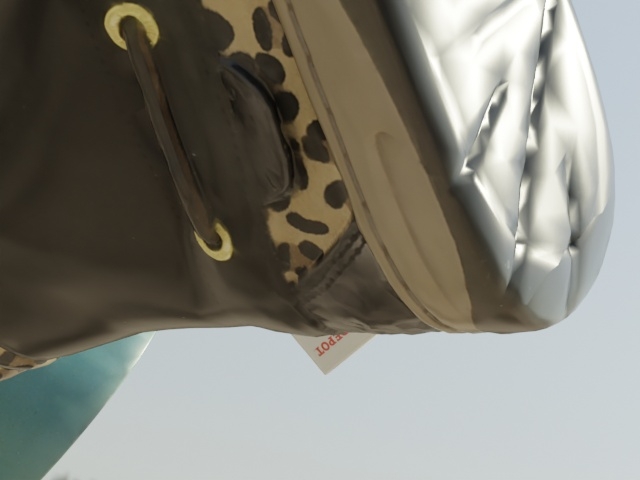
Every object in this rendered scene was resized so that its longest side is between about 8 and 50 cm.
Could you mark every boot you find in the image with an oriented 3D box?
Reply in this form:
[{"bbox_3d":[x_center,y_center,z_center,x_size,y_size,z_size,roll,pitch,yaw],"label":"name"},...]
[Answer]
[{"bbox_3d":[-0.093,-0.123,0.536,0.284,0.138,0.377,-16,-75,38],"label":"boot"}]

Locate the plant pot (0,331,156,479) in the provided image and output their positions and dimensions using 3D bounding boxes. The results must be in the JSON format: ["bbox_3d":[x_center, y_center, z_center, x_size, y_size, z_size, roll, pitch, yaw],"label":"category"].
[{"bbox_3d":[-0.289,0.067,1.142,0.235,0.293,0.293,44,-24,-10],"label":"plant pot"}]

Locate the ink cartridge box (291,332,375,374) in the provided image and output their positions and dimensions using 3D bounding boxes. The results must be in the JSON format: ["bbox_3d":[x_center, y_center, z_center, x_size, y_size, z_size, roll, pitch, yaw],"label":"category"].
[{"bbox_3d":[0.000,0.000,1.453,0.191,0.082,0.139,51,-44,4],"label":"ink cartridge box"}]
